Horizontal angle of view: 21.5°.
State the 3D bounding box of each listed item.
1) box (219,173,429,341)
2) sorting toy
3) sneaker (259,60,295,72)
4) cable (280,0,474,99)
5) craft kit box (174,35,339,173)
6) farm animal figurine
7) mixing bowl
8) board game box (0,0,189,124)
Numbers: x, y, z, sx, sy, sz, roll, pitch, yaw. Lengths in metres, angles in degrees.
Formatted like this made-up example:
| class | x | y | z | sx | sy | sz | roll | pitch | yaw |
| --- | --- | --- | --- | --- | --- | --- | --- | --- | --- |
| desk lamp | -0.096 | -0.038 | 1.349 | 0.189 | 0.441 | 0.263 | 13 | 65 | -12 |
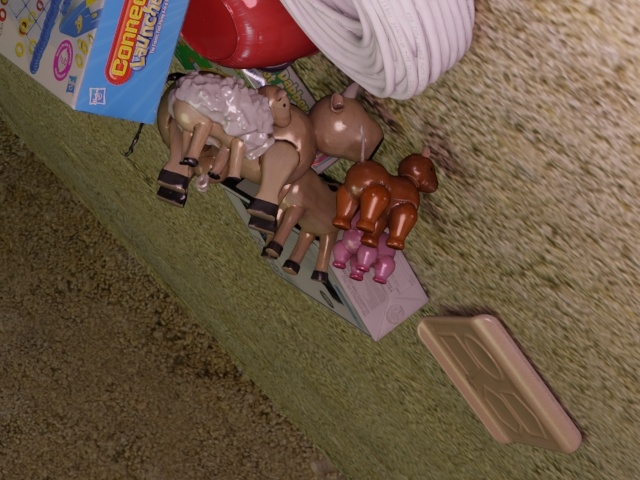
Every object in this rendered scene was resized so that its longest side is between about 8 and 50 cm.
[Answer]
| class | x | y | z | sx | sy | sz | roll | pitch | yaw |
| --- | --- | --- | --- | --- | --- | --- | --- | --- | --- |
| box | 0.000 | 0.000 | 2.130 | 0.290 | 0.087 | 0.169 | 32 | 157 | 57 |
| sorting toy | 0.209 | 0.161 | 1.966 | 0.193 | 0.038 | 0.208 | 53 | 163 | -7 |
| sneaker | -0.130 | -0.286 | 1.771 | 0.283 | 0.107 | 0.124 | 52 | 174 | -1 |
| cable | 0.021 | -0.237 | 1.394 | 0.257 | 0.089 | 0.257 | 35 | 160 | 55 |
| craft kit box | -0.088 | -0.187 | 2.007 | 0.250 | 0.061 | 0.247 | 54 | 165 | -9 |
| farm animal figurine | -0.031 | -0.088 | 1.749 | 0.327 | 0.172 | 0.330 | 21 | 166 | -17 |
| mixing bowl | -0.081 | -0.232 | 1.606 | 0.181 | 0.098 | 0.181 | 27 | 139 | 27 |
| board game box | -0.219 | -0.304 | 1.626 | 0.086 | 0.302 | 0.308 | 8 | -164 | -35 |
